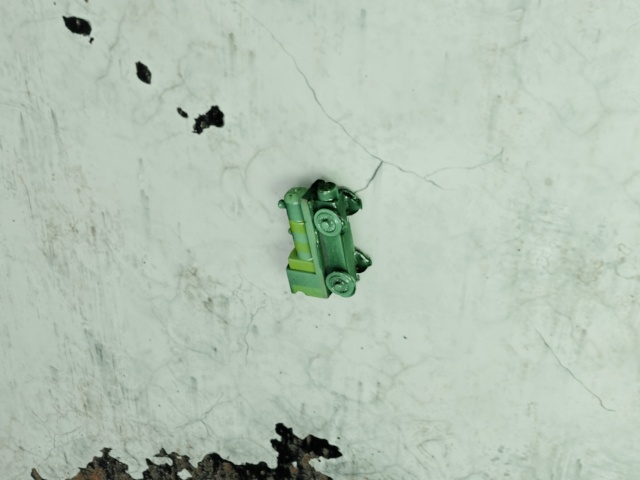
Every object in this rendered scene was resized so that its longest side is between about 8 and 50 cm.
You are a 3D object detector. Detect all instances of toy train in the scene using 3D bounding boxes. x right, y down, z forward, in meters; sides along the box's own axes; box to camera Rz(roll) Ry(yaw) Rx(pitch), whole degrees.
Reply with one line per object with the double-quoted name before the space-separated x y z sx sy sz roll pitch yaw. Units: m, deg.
"toy train" 0.000 0.000 1.478 0.132 0.083 0.200 6 124 27
